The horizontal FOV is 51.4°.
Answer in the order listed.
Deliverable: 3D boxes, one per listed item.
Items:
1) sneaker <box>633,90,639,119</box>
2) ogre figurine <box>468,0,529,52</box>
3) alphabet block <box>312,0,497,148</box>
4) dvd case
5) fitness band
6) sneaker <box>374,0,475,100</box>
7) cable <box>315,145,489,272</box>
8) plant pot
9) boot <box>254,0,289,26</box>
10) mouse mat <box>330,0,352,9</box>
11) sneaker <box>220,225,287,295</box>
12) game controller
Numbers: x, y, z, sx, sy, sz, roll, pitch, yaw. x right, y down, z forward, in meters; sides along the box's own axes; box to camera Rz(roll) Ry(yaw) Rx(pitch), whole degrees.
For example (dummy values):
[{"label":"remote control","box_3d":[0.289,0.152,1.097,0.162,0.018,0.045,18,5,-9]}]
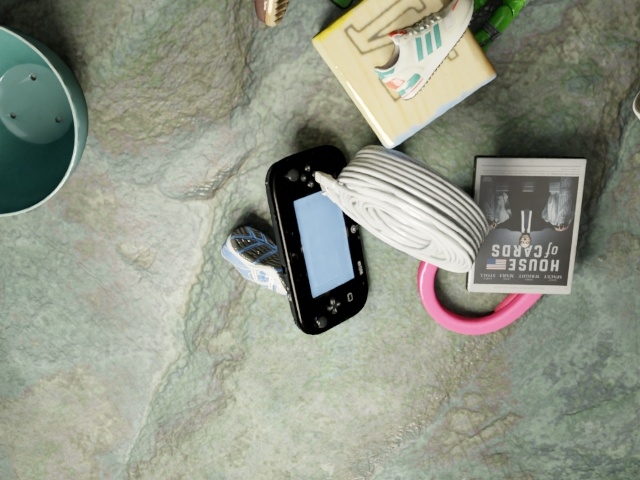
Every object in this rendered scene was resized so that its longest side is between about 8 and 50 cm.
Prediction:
[{"label":"sneaker","box_3d":[0.629,-0.280,1.057,0.290,0.106,0.123,-47,130,12]},{"label":"ogre figurine","box_3d":[0.245,-0.404,1.018,0.118,0.097,0.196,-28,73,22]},{"label":"alphabet block","box_3d":[0.120,-0.285,1.013,0.194,0.192,0.197,-35,106,11]},{"label":"dvd case","box_3d":[0.345,-0.025,1.128,0.180,0.029,0.238,1,106,4]},{"label":"fitness band","box_3d":[0.306,0.040,1.191,0.209,0.054,0.290,36,106,-10]},{"label":"sneaker","box_3d":[0.136,-0.270,0.887,0.075,0.057,0.161,31,111,-15]},{"label":"cable","box_3d":[0.145,-0.047,1.070,0.257,0.257,0.089,42,76,-40]},{"label":"plant pot","box_3d":[-0.495,-0.205,1.060,0.291,0.195,0.290,1,110,2]},{"label":"boot","box_3d":[-0.145,-0.467,1.029,0.207,0.090,0.248,8,111,12]},{"label":"mouse mat","box_3d":[0.039,-0.466,1.001,0.153,0.007,0.189,25,105,-39]},{"label":"sneaker","box_3d":[-0.087,0.049,1.208,0.211,0.080,0.081,38,146,-20]},{"label":"game controller","box_3d":[0.000,0.000,1.148,0.167,0.067,0.318,-20,110,-27]}]
